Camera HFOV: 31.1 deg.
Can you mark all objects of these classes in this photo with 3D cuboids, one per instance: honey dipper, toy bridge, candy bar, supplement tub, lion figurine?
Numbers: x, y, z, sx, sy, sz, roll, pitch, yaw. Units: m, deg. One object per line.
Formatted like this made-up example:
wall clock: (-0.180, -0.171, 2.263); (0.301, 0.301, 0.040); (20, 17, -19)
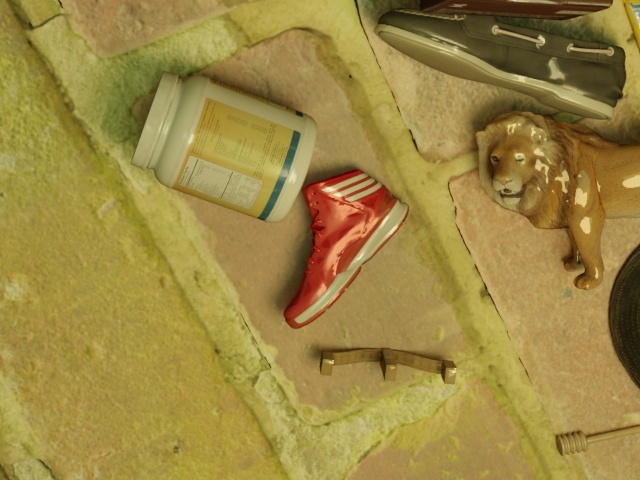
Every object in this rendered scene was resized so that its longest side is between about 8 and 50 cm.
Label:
honey dipper: (0.417, 0.277, 1.640); (0.161, 0.030, 0.030); (-11, 107, -4)
toy bridge: (0.092, 0.167, 1.558); (0.188, 0.063, 0.026); (4, 106, -5)
candy bar: (0.429, -0.254, 1.492); (0.040, 0.018, 0.161); (-22, 106, 1)
supplement tub: (-0.118, -0.117, 1.414); (0.200, 0.144, 0.144); (20, 103, -10)
lion figurine: (0.403, -0.073, 1.457); (0.392, 0.142, 0.240); (-9, 108, 9)

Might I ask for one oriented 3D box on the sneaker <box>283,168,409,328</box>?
sneaker: (0.000, 0.000, 1.503); (0.128, 0.087, 0.221); (42, 86, -6)

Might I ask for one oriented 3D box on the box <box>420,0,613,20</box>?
box: (0.226, -0.450, 1.306); (0.191, 0.143, 0.381); (1, 92, -13)

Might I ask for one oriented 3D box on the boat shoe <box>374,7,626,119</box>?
boat shoe: (0.229, -0.242, 1.438); (0.335, 0.112, 0.095); (17, 88, -15)

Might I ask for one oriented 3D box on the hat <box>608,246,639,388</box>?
hat: (0.569, 0.109, 1.553); (0.332, 0.134, 0.331); (-1, 105, -5)
